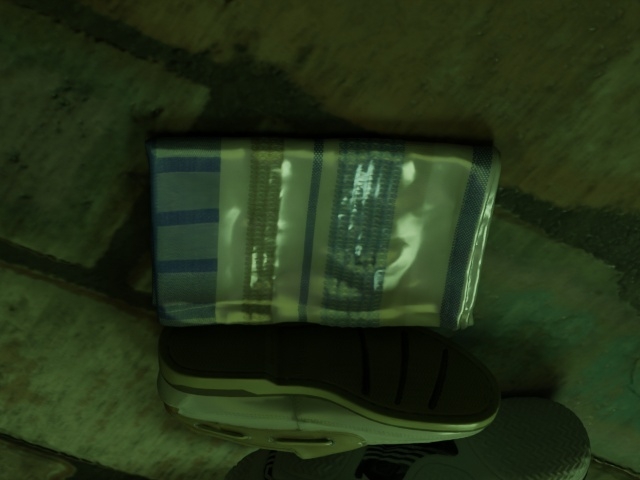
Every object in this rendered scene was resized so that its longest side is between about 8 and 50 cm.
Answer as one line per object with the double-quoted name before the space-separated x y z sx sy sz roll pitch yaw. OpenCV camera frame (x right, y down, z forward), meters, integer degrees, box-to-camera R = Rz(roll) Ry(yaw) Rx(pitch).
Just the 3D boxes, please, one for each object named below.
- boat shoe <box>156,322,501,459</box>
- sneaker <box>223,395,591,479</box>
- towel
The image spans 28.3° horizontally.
"boat shoe" 0.005 0.135 1.139 0.302 0.113 0.103 10 136 2
"sneaker" 0.090 0.282 1.261 0.366 0.137 0.210 -11 132 4
"towel" 0.000 0.000 1.049 0.285 0.034 0.209 2 134 -4
